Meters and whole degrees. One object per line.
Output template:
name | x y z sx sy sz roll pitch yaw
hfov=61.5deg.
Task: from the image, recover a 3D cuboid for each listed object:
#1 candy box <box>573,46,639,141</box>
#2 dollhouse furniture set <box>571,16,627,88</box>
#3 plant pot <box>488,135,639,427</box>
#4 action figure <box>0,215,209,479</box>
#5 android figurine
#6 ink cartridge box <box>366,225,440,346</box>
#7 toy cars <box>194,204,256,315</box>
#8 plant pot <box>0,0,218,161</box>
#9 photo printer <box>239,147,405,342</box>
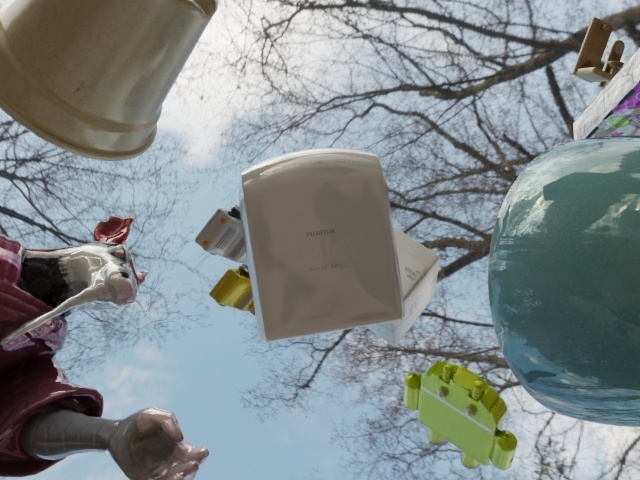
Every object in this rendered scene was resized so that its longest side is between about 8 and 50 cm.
candy box | 0.566 -0.226 0.918 0.159 0.233 0.071 12 -114 0
dollhouse furniture set | 0.646 -0.383 1.105 0.144 0.151 0.123 15 -83 -21
plant pot | 0.328 0.038 0.477 0.290 0.195 0.290 1 -91 -26
action figure | -0.245 0.076 0.286 0.370 0.276 0.248 -24 -93 -55
android figurine | 0.275 0.346 1.071 0.248 0.273 0.056 29 -128 32
ink cartridge box | 0.141 0.094 1.182 0.171 0.232 0.168 35 -106 23
toy cars | -0.141 0.059 1.096 0.176 0.393 0.087 -33 -115 -22
plant pot | -0.344 -0.356 0.898 0.334 0.305 0.334 35 -147 -28
photo printer | 0.000 0.000 0.911 0.256 0.107 0.307 -8 -88 -4
